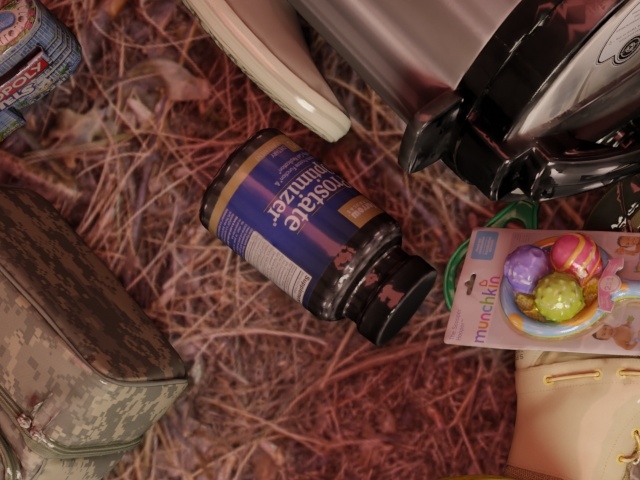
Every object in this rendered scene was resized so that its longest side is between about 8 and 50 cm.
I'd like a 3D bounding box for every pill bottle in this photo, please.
[{"bbox_3d":[0.000,0.000,1.833,0.219,0.123,0.123,38,89,14],"label":"pill bottle"}]

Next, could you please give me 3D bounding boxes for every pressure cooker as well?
[{"bbox_3d":[0.199,-0.243,1.710,0.420,0.375,0.370,48,110,18],"label":"pressure cooker"}]

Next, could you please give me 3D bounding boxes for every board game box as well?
[{"bbox_3d":[-0.340,-0.159,1.884,0.194,0.194,0.060,-35,76,3],"label":"board game box"}]

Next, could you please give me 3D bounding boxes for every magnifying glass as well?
[{"bbox_3d":[0.194,-0.018,1.854,0.092,0.026,0.231,24,87,14],"label":"magnifying glass"}]

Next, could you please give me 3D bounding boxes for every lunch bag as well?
[{"bbox_3d":[-0.316,0.128,1.834,0.305,0.212,0.256,46,107,15],"label":"lunch bag"}]

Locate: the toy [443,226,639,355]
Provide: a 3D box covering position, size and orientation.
[{"bbox_3d":[0.237,0.034,1.752,0.237,0.056,0.137,4,54,20],"label":"toy"}]

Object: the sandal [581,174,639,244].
[{"bbox_3d":[0.375,-0.073,1.804,0.303,0.086,0.120,-37,80,18],"label":"sandal"}]

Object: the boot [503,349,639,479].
[{"bbox_3d":[0.299,0.178,1.760,0.262,0.095,0.203,7,81,15],"label":"boot"}]

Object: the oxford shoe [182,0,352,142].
[{"bbox_3d":[-0.098,-0.287,1.883,0.130,0.169,0.449,-37,71,1],"label":"oxford shoe"}]

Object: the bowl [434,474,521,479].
[{"bbox_3d":[0.111,0.337,1.720,0.289,0.156,0.289,-4,100,-21],"label":"bowl"}]
